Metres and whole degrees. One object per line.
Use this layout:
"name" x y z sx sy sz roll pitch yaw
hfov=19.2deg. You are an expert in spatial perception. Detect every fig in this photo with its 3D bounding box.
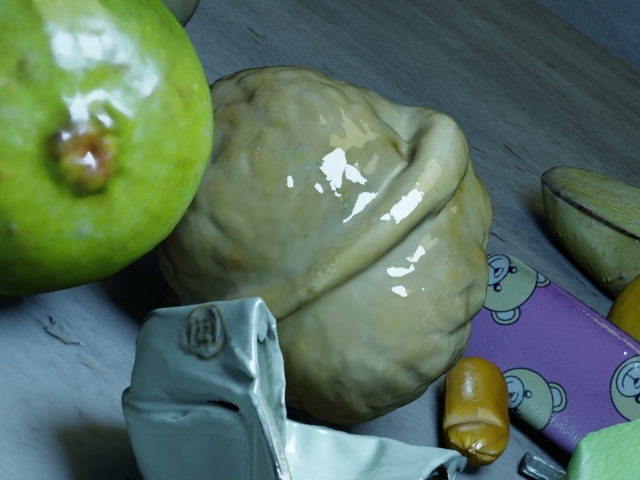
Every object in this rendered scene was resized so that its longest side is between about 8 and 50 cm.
"fig" -0.238 -0.100 1.371 0.258 0.258 0.326 16 7 -45

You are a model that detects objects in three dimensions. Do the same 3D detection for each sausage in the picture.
"sausage" 0.138 0.154 1.680 0.062 0.054 0.183 2 24 1

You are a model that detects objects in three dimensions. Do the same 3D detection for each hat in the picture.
"hat" -0.029 0.197 1.219 0.258 0.168 0.301 39 36 -44

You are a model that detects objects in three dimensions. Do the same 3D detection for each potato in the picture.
"potato" 0.399 0.013 2.344 0.299 0.116 0.239 28 25 18

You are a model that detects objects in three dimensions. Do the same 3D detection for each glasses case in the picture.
"glasses case" 0.246 0.133 1.769 0.316 0.123 0.076 37 9 18

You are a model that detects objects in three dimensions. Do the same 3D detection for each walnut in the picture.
"walnut" 0.000 0.000 1.495 0.296 0.285 0.285 55 16 -12

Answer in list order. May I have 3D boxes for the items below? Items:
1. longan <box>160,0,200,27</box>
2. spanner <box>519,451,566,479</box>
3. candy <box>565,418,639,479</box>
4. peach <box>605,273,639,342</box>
"longan" -0.268 -0.287 1.703 0.350 0.288 0.288 30 20 -2
"spanner" 0.315 0.275 1.744 0.325 0.026 0.093 28 22 -16
"candy" 0.262 0.267 1.537 0.343 0.132 0.142 -63 141 -69
"peach" 0.402 0.143 1.865 0.281 0.238 0.281 165 -90 -85
